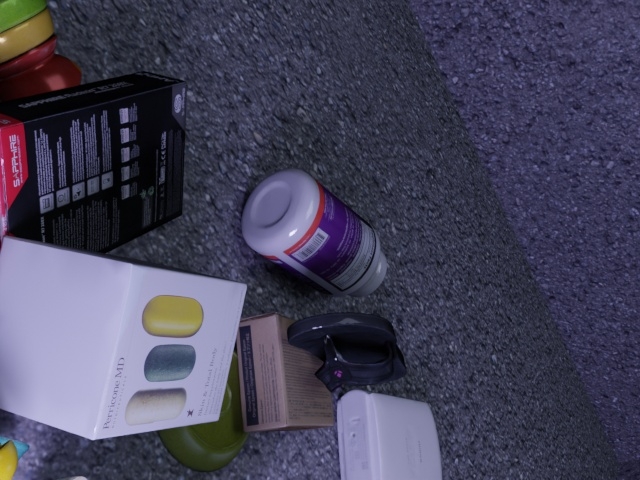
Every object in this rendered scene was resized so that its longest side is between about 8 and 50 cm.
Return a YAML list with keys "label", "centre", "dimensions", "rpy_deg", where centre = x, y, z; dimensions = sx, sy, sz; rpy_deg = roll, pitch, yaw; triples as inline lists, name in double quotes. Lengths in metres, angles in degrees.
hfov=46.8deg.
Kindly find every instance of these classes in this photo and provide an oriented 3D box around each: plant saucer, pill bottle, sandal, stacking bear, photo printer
- label: "plant saucer"
  centre: [-0.183, 0.262, 1.238]
  dimensions: [0.241, 0.037, 0.241]
  rpy_deg: [30, 52, -47]
- label: "pill bottle"
  centre: [0.000, 0.000, 1.511]
  dimensions: [0.323, 0.181, 0.181]
  rpy_deg: [36, 47, -44]
- label: "sandal"
  centre: [0.075, 0.226, 1.348]
  dimensions: [0.446, 0.167, 0.107]
  rpy_deg: [46, 32, -60]
- label: "stacking bear"
  centre: [-0.434, -0.291, 1.018]
  dimensions: [0.164, 0.175, 0.289]
  rpy_deg: [-41, 123, -28]
- label: "photo printer"
  centre: [0.163, 0.466, 1.604]
  dimensions: [0.307, 0.107, 0.256]
  rpy_deg: [25, 55, -50]

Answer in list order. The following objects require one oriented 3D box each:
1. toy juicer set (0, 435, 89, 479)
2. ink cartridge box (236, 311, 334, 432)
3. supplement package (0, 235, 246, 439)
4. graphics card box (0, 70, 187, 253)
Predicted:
- label: "toy juicer set"
  centre: [-0.369, 0.224, 0.808]
  dimensions: [0.329, 0.209, 0.089]
  rpy_deg: [34, 57, -44]
- label: "ink cartridge box"
  centre: [-0.061, 0.246, 1.341]
  dimensions: [0.234, 0.088, 0.193]
  rpy_deg: [32, 47, -64]
- label: "supplement package"
  centre: [-0.257, 0.122, 0.944]
  dimensions: [0.262, 0.198, 0.199]
  rpy_deg: [20, 81, -65]
- label: "graphics card box"
  centre: [-0.331, -0.095, 1.037]
  dimensions: [0.371, 0.094, 0.233]
  rpy_deg: [-37, 138, -55]
